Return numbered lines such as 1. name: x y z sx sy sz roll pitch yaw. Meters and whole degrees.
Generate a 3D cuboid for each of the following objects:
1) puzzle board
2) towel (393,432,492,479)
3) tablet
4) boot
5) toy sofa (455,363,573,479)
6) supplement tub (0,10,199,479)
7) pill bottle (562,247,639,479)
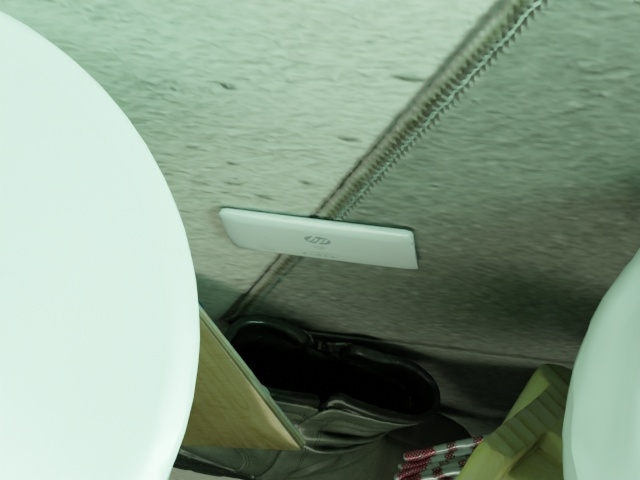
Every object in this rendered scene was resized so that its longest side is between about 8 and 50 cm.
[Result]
1. puzzle board: -0.074 0.062 0.934 0.096 0.011 0.128 -4 131 45
2. towel: 0.150 0.128 1.019 0.197 0.029 0.144 -13 160 13
3. tablet: 0.000 0.000 0.776 0.083 0.006 0.054 7 165 8
4. boot: 0.021 0.109 1.041 0.246 0.083 0.161 16 158 -29
5. toy sofa: 0.209 0.217 0.813 0.362 0.150 0.177 35 -155 15
6. supplement tub: -0.182 0.051 0.629 0.235 0.235 0.325 14 164 -18
7. pill bottle: 0.247 0.098 0.664 0.176 0.176 0.318 -5 160 43
